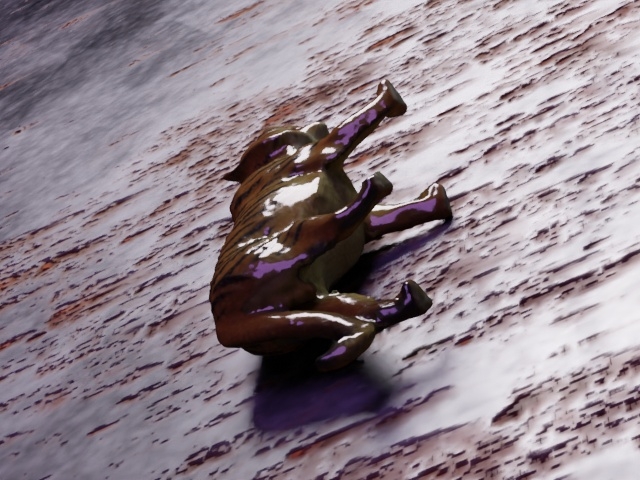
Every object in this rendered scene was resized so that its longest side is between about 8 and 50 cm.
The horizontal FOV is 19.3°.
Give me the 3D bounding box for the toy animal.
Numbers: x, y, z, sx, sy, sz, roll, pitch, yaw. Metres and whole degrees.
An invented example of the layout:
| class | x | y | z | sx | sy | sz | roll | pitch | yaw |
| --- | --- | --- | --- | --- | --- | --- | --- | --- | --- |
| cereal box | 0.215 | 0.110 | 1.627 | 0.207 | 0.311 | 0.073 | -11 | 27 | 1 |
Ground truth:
| class | x | y | z | sx | sy | sz | roll | pitch | yaw |
| --- | --- | --- | --- | --- | --- | --- | --- | --- | --- |
| toy animal | 0.000 | 0.000 | 0.788 | 0.099 | 0.057 | 0.241 | -30 | 21 | 19 |
